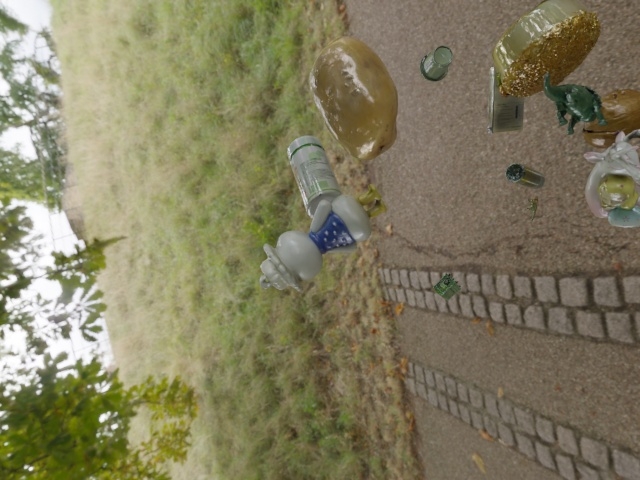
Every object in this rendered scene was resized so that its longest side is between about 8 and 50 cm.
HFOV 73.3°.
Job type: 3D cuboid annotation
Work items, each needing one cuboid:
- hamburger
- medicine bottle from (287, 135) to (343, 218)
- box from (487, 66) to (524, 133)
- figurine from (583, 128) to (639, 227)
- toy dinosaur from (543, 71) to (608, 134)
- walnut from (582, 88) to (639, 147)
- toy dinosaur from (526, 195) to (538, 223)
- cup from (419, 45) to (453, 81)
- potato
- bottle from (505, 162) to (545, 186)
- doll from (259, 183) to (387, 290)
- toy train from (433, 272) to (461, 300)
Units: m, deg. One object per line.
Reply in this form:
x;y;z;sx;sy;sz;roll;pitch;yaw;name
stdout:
0.637;-0.535;1.224;0.294;0.276;0.179;69;176;-79;hamburger
-0.012;-0.137;0.935;0.086;0.086;0.183;91;164;-52;medicine bottle
0.650;-0.504;1.502;0.033;0.129;0.247;-132;37;-71;box
0.872;-0.182;1.163;0.316;0.206;0.284;48;176;-36;figurine
0.602;-0.320;1.029;0.079;0.292;0.120;-21;81;53;toy dinosaur
0.910;-0.365;1.293;0.167;0.211;0.087;61;-173;-18;walnut
0.770;-0.119;1.567;0.041;0.113;0.026;31;157;-17;toy dinosaur
0.463;-0.708;1.708;0.141;0.120;0.120;97;153;-88;cup
0.051;-0.207;0.623;0.178;0.109;0.118;61;169;2;potato
0.892;-0.276;1.868;0.082;0.286;0.082;-2;88;43;bottle
0.000;0.000;0.847;0.138;0.293;0.119;53;179;-39;doll
0.317;0.116;1.076;0.038;0.056;0.093;50;-171;31;toy train
